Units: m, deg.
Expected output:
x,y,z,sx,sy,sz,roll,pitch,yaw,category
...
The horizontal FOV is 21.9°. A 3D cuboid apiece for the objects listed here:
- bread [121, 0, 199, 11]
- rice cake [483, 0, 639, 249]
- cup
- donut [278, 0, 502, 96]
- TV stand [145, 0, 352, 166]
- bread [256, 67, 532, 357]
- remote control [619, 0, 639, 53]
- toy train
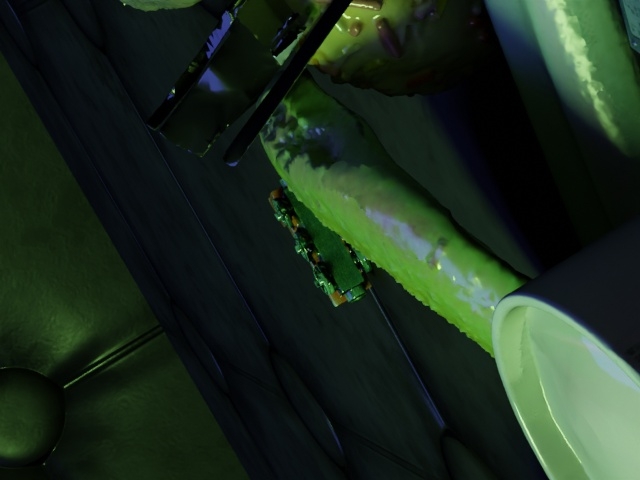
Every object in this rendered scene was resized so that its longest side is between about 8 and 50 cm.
x,y,z,sx,sy,sz,roll,pitch,yaw,category
-0.130,-0.287,0.880,0.337,0.102,0.183,60,163,1,bread
0.120,-0.028,0.661,0.221,0.042,0.080,64,171,-23,rice cake
0.157,0.054,0.485,0.173,0.142,0.134,58,167,5,cup
0.019,-0.132,0.678,0.065,0.108,0.166,-14,105,45,donut
0.010,-0.117,0.599,0.042,0.036,0.249,37,131,-2,TV stand
0.085,0.035,0.722,0.301,0.045,0.301,41,-177,-3,bread
0.103,-0.122,0.546,0.043,0.027,0.152,28,151,48,remote control
0.000,0.000,1.176,0.103,0.044,0.064,59,170,5,toy train
